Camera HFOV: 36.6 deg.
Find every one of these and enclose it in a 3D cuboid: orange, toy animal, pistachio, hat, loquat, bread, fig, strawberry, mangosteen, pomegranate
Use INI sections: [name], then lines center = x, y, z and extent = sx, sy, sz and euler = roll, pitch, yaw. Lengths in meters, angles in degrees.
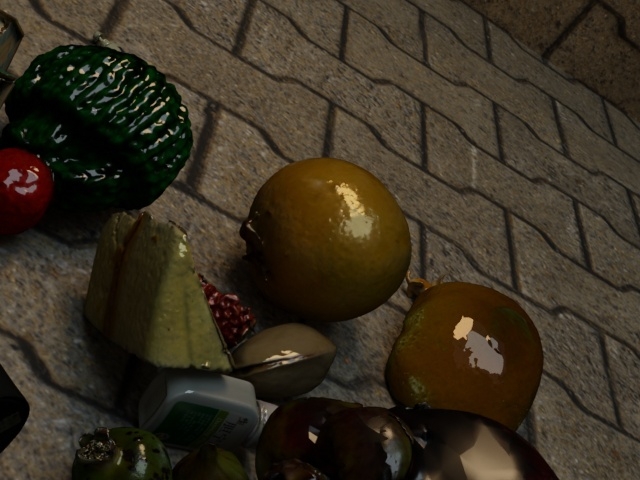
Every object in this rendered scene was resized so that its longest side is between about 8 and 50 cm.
[orange]
center = 0.259, 0.200, 1.677
extent = 0.262, 0.196, 0.334
euler = 31, 47, 6
[toy animal]
center = 0.203, 0.085, 1.843
extent = 0.083, 0.060, 0.081
euler = -27, 73, -45
[pistachio]
center = -0.059, 0.180, 1.429
extent = 0.185, 0.126, 0.108
euler = -9, 89, -39
[hat]
center = -0.366, -0.115, 1.402
extent = 0.274, 0.242, 0.332
euler = 16, 51, 26
[loquat]
center = 0.000, 0.000, 1.549
extent = 0.275, 0.275, 0.275
euler = 26, 37, -21
[bread]
center = -0.203, 0.057, 1.284
extent = 0.135, 0.178, 0.240
euler = 11, 4, -37
[fig]
center = -0.140, 0.297, 1.182
extent = 0.109, 0.155, 0.103
euler = -4, 38, -2
[strawberry]
center = -0.190, 0.091, 1.405
extent = 0.208, 0.167, 0.087
euler = 36, 74, 1
[mangosteen]
center = 0.097, 0.373, 1.167
extent = 0.421, 0.381, 0.381
euler = 18, 39, -10
[pomegranate]
center = -0.240, 0.268, 1.133
extent = 0.161, 0.122, 0.122
euler = 65, 9, -49

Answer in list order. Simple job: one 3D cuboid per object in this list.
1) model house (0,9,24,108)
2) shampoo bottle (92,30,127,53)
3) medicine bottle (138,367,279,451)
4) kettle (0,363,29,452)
[model house]
center = -0.504, -0.256, 1.332
extent = 0.178, 0.271, 0.206
euler = 25, 44, -6
[shampoo bottle]
center = -0.367, -0.329, 1.766
extent = 0.141, 0.034, 0.049
euler = 46, 40, 10
[medicine bottle]
center = -0.142, 0.231, 1.286
extent = 0.183, 0.119, 0.069
euler = 19, 36, -31
[kettle]
center = -0.500, 0.132, 1.029
extent = 0.308, 0.262, 0.203
euler = 50, 0, 18
